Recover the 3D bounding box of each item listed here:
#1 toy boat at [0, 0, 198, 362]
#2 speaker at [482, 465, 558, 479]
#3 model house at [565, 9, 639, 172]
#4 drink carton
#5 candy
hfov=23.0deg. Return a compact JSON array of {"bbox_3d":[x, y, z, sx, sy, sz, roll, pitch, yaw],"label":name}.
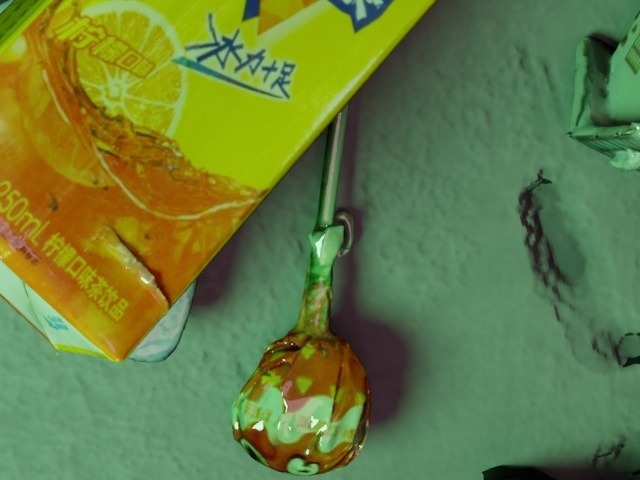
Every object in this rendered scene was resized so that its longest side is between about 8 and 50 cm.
[{"bbox_3d":[-0.148,-0.061,0.897,0.127,0.078,0.283,-25,105,-4],"label":"toy boat"},{"bbox_3d":[0.315,0.117,0.959,0.388,0.180,0.184,-37,100,1],"label":"speaker"},{"bbox_3d":[0.287,-0.105,0.892,0.224,0.198,0.215,22,110,-13],"label":"model house"},{"bbox_3d":[-0.056,-0.115,0.824,0.154,0.111,0.351,47,71,-21],"label":"drink carton"},{"bbox_3d":[-0.001,0.000,0.944,0.084,0.078,0.288,6,93,2],"label":"candy"}]
